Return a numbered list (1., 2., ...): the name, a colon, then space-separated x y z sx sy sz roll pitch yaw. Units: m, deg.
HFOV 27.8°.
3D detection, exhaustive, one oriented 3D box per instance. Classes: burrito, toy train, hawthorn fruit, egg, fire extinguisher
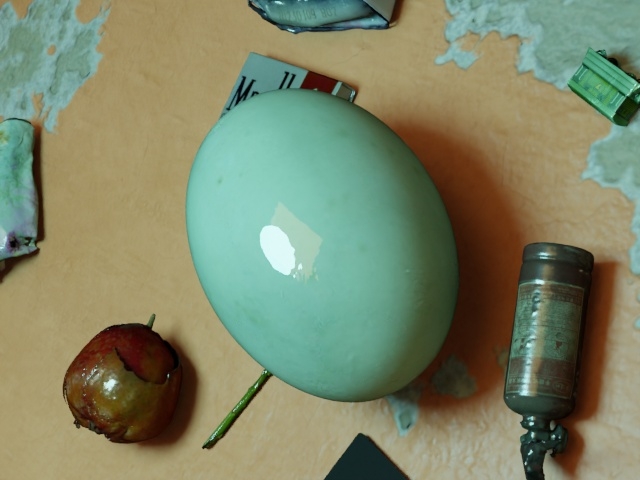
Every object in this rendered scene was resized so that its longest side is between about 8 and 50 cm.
1. burrito: -0.480 -0.060 1.917 0.144 0.089 0.229 -29 55 28
2. toy train: 0.311 -0.166 1.396 0.056 0.038 0.093 -54 50 15
3. hawthorn fruit: -0.237 0.169 1.610 0.148 0.148 0.172 4 56 38
4. egg: 0.000 0.000 1.404 0.276 0.276 0.389 -41 51 17
5. fire extinguisher: 0.220 0.126 1.298 0.075 0.106 0.252 6 74 18

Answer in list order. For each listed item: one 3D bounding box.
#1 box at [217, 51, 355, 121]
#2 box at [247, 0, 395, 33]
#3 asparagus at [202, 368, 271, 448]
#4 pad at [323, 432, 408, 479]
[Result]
1. box: -0.048 -0.169 1.667 0.177 0.036 0.115 25 88 41
2. box: 0.036 -0.450 1.670 0.190 0.112 0.370 4 74 39
3. asparagus: -0.090 0.191 1.566 0.166 0.013 0.016 -51 9 8
4. pad: 0.016 0.360 1.423 0.265 0.009 0.159 -54 50 8
